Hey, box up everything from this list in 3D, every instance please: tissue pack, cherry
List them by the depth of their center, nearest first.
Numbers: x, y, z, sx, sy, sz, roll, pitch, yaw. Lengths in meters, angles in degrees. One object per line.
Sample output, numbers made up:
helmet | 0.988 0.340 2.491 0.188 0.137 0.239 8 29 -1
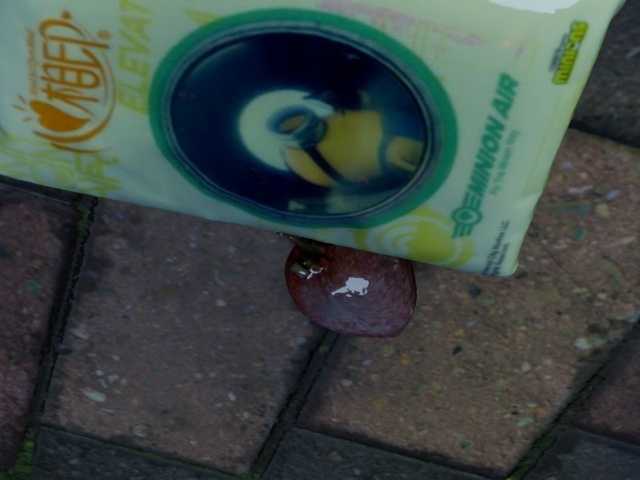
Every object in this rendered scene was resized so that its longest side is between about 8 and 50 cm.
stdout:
tissue pack | -0.022 -0.141 0.875 0.388 0.162 0.287 11 139 -1
cherry | 0.000 0.000 1.099 0.107 0.090 0.225 -16 126 43
